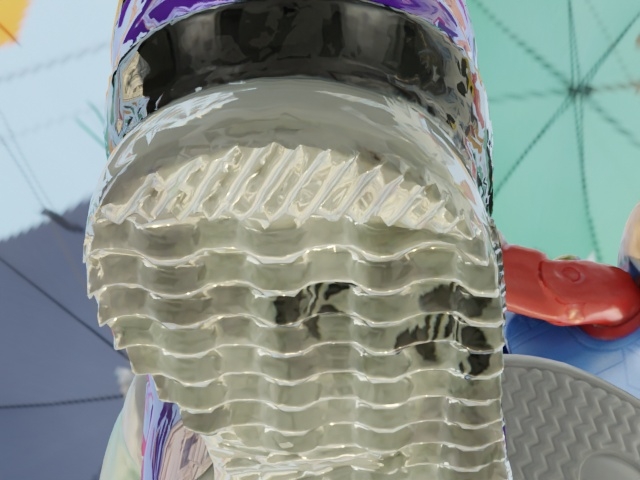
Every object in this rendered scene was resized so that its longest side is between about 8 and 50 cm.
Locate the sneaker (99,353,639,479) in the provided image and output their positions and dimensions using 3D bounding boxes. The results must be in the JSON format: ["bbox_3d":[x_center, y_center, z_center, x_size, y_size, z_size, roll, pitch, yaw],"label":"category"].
[{"bbox_3d":[0.032,0.119,0.745,0.256,0.151,0.094,12,-135,-15],"label":"sneaker"}]

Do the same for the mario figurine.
[{"bbox_3d":[0.144,0.036,0.983,0.320,0.198,0.170,-32,-106,10],"label":"mario figurine"}]

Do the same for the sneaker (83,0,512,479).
[{"bbox_3d":[0.001,0.000,0.498,0.102,0.293,0.146,-1,-120,-2],"label":"sneaker"}]
